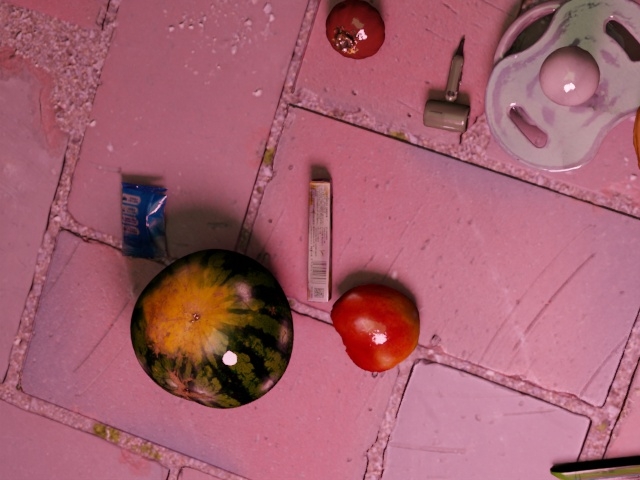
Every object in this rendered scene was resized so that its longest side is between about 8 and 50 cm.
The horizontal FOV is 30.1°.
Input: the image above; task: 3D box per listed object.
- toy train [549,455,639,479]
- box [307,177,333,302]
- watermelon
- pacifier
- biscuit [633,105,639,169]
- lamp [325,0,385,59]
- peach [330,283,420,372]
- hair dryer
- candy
[{"bbox_3d":[0.481,0.380,1.931,0.209,0.044,0.042,-9,97,14],"label":"toy train"},{"bbox_3d":[0.000,0.000,1.981,0.041,0.050,0.207,1,98,9],"label":"box"},{"bbox_3d":[-0.174,0.143,1.936,0.269,0.269,0.269,2,98,12],"label":"watermelon"},{"bbox_3d":[0.368,-0.248,1.772,0.299,0.233,0.244,-43,84,13],"label":"pacifier"},{"bbox_3d":[0.609,-0.167,1.751,0.296,0.102,0.296,-5,114,-10],"label":"biscuit"},{"bbox_3d":[0.055,-0.337,1.903,0.101,0.090,0.101,21,135,23],"label":"lamp"},{"bbox_3d":[0.093,0.132,1.954,0.151,0.151,0.118,-14,139,14],"label":"peach"},{"bbox_3d":[0.212,-0.251,1.906,0.071,0.047,0.150,12,94,12],"label":"hair dryer"},{"bbox_3d":[-0.304,-0.031,2.050,0.088,0.038,0.136,7,109,14],"label":"candy"}]
